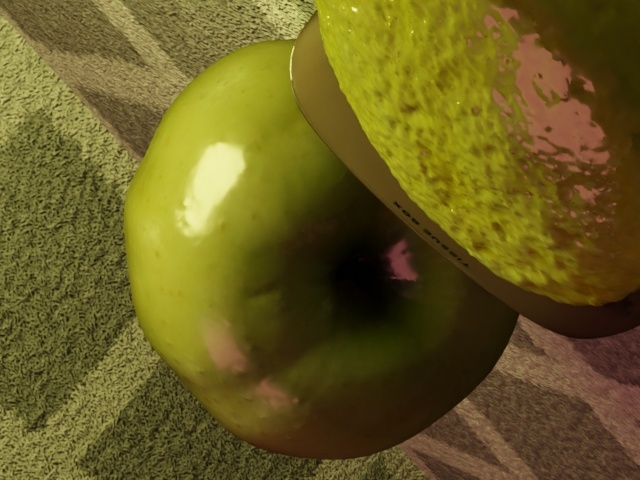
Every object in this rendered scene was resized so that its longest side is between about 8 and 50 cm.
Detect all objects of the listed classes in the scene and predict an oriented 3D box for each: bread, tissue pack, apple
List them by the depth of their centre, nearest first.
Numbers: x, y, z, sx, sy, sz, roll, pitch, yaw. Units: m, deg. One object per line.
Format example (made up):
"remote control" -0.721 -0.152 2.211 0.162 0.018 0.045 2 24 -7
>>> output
"bread" 0.185 -0.160 1.394 0.348 0.308 0.348 42 162 17
"tissue pack" 0.170 -0.106 1.694 0.387 0.267 0.277 40 173 -7
"apple" 0.000 0.000 2.108 0.473 0.473 0.473 37 165 12
